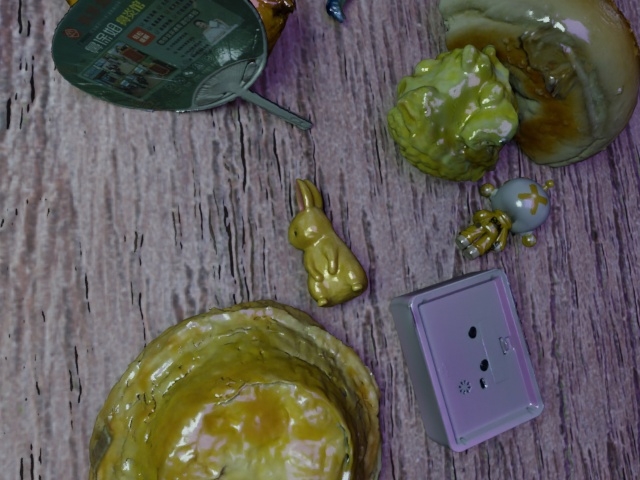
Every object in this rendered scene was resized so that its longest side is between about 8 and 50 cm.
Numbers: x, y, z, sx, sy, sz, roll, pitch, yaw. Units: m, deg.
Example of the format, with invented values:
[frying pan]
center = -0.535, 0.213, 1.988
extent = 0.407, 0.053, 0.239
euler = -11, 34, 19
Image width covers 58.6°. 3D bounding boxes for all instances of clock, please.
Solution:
[clock]
center = 0.189, 0.148, 0.734
extent = 0.150, 0.063, 0.197
euler = -16, 89, -20

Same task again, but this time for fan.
[fan]
center = -0.151, -0.175, 0.614
extent = 0.224, 0.294, 0.012
euler = -10, 69, 11

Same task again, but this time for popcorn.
[popcorn]
center = 0.172, -0.163, 0.720
extent = 0.174, 0.142, 0.173
euler = 5, 116, 10

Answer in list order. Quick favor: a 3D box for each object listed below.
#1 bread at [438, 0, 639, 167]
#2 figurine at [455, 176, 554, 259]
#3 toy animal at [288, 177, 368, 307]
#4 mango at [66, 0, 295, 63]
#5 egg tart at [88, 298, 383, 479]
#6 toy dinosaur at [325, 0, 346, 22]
[bread]
center = 0.309, -0.254, 0.755
extent = 0.314, 0.192, 0.171
euler = 45, 73, -9
[figurine]
center = 0.249, -0.035, 0.779
extent = 0.143, 0.068, 0.101
euler = -13, 81, -4
[toy animal]
center = -0.001, 0.001, 0.692
extent = 0.070, 0.083, 0.159
euler = -26, 80, 6
[mango]
center = -0.159, -0.260, 0.628
extent = 0.252, 0.126, 0.153
euler = 13, 76, -10
[egg tart]
center = -0.069, 0.228, 0.603
extent = 0.342, 0.129, 0.340
euler = 2, 83, -21
[toy dinosaur]
center = 0.090, -0.457, 0.766
extent = 0.147, 0.076, 0.362
euler = 5, 86, -12
